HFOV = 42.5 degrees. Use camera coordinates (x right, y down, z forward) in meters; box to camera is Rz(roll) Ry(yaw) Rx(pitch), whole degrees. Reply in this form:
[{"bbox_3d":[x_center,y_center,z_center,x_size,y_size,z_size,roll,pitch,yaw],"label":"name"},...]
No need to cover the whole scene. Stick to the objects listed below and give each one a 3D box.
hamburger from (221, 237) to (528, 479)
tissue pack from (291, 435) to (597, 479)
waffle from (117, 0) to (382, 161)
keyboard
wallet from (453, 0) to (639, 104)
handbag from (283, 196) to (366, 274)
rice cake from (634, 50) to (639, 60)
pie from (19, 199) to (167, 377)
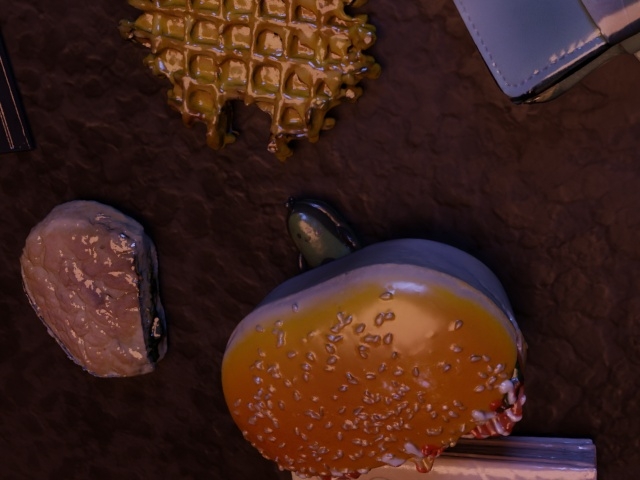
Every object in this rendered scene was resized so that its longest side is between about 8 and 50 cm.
[{"bbox_3d":[0.049,0.121,0.787,0.295,0.151,0.227,-23,122,30],"label":"hamburger"},{"bbox_3d":[0.133,0.290,0.899,0.326,0.071,0.170,-2,111,19],"label":"tissue pack"},{"bbox_3d":[-0.064,-0.192,0.776,0.232,0.051,0.228,-37,94,27],"label":"waffle"},{"bbox_3d":[-0.366,-0.191,0.902,0.064,0.010,0.198,-2,111,22],"label":"keyboard"},{"bbox_3d":[0.220,-0.233,0.628,0.250,0.075,0.176,-30,81,28],"label":"wallet"},{"bbox_3d":[0.000,0.000,0.834,0.072,0.047,0.111,-33,101,29],"label":"handbag"},{"bbox_3d":[0.370,-0.161,0.642,0.198,0.037,0.189,-38,96,28],"label":"rice cake"},{"bbox_3d":[-0.268,0.058,0.951,0.185,0.052,0.218,7,116,15],"label":"pie"}]
